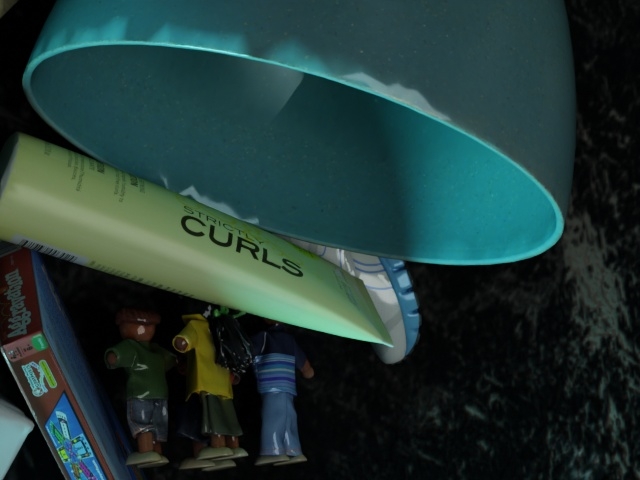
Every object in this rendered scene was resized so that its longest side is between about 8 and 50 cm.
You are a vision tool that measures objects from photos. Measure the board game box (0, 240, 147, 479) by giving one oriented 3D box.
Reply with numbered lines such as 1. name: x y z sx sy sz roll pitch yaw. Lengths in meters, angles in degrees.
1. board game box: -0.122 0.139 1.085 0.027 0.145 0.281 -22 116 -1

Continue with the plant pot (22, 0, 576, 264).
1. plant pot: 0.009 -0.129 0.999 0.290 0.290 0.195 26 72 -34

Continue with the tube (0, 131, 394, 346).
1. tube: -0.073 0.003 1.073 0.240 0.062 0.070 20 59 -18

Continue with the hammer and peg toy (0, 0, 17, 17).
1. hammer and peg toy: -0.213 -0.295 0.908 0.266 0.127 0.361 -47 123 -12

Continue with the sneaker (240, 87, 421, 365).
1. sneaker: 0.000 0.000 1.171 0.083 0.071 0.190 -28 109 -15

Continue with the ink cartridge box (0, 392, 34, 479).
1. ink cartridge box: -0.349 0.157 0.958 0.272 0.130 0.309 31 87 -32

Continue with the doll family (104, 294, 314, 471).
1. doll family: -0.061 0.079 1.128 0.193 0.076 0.111 28 53 -70
